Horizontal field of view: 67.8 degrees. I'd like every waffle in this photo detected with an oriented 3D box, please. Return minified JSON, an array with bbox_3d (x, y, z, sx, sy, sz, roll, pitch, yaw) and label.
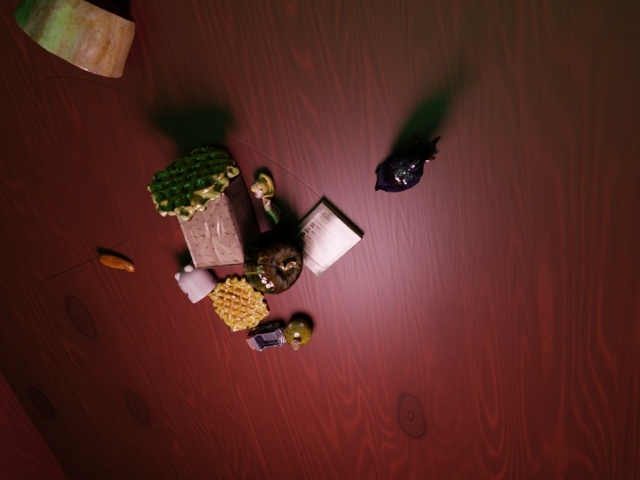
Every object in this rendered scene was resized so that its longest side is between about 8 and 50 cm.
[{"bbox_3d":[-0.348,0.270,2.027,0.254,0.052,0.245,-28,104,27],"label":"waffle"},{"bbox_3d":[-0.440,-0.209,1.633,0.297,0.317,0.073,37,166,36],"label":"waffle"}]

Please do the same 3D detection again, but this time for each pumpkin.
[{"bbox_3d":[-0.738,-0.690,1.494,0.332,0.332,0.199,42,109,-7],"label":"pumpkin"},{"bbox_3d":[-0.164,0.076,1.718,0.159,0.238,0.238,-4,118,41],"label":"pumpkin"}]

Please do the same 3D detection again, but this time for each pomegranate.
[{"bbox_3d":[-0.096,0.380,1.959,0.130,0.130,0.131,8,120,14],"label":"pomegranate"}]

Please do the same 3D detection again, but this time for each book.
[{"bbox_3d":[0.000,0.000,1.778,0.202,0.027,0.264,42,123,-6],"label":"book"}]

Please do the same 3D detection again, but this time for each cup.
[{"bbox_3d":[-0.524,0.161,1.997,0.134,0.173,0.142,-39,101,-1],"label":"cup"}]

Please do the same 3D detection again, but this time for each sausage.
[{"bbox_3d":[-0.901,0.095,2.113,0.183,0.054,0.062,15,153,8],"label":"sausage"}]

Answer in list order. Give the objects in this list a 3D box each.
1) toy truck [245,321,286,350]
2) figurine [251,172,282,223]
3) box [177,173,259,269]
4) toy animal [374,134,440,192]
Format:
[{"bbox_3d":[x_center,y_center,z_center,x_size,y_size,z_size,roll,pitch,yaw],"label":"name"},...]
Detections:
[{"bbox_3d":[-0.230,0.409,2.029,0.191,0.092,0.083,-14,113,33],"label":"toy truck"},{"bbox_3d":[-0.188,-0.153,1.736,0.083,0.083,0.188,-20,104,26],"label":"figurine"},{"bbox_3d":[-0.377,-0.067,1.773,0.224,0.190,0.297,-5,116,19],"label":"box"},{"bbox_3d":[0.261,-0.229,1.477,0.122,0.185,0.298,43,141,-13],"label":"toy animal"}]
